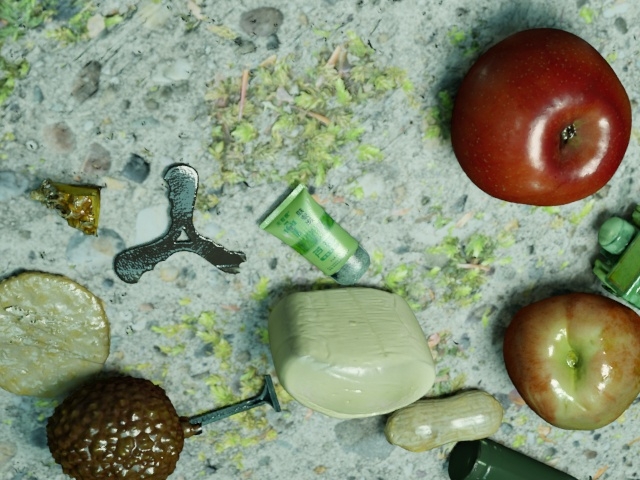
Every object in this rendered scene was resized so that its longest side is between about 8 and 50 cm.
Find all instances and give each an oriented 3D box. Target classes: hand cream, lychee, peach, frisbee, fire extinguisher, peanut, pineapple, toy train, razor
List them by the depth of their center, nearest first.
[{"bbox_3d":[-0.364,-0.061,1.482,0.114,0.114,0.077,21,71,-2],"label":"pineapple"},{"bbox_3d":[-0.200,0.005,1.561,0.187,0.012,0.211,31,103,-22],"label":"frisbee"},{"bbox_3d":[-0.298,0.298,1.566,0.238,0.200,0.200,2,112,-19],"label":"lychee"},{"bbox_3d":[0.000,0.000,1.578,0.175,0.046,0.095,40,103,-21],"label":"hand cream"},{"bbox_3d":[0.566,0.060,1.635,0.272,0.188,0.159,30,103,-19],"label":"toy train"},{"bbox_3d":[0.418,0.195,1.657,0.232,0.257,0.232,-2,84,19],"label":"peach"},{"bbox_3d":[-0.159,0.285,1.678,0.190,0.033,0.066,-20,70,1],"label":"razor"},{"bbox_3d":[0.209,0.305,1.725,0.207,0.087,0.087,-10,114,-7],"label":"peanut"},{"bbox_3d":[0.378,0.431,1.808,0.311,0.095,0.114,28,79,-19],"label":"fire extinguisher"}]

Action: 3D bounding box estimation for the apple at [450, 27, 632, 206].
[{"bbox_3d":[0.322,-0.174,1.476,0.260,0.216,0.260,-5,111,-12],"label":"apple"}]

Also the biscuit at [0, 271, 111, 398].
[{"bbox_3d":[-0.429,0.148,1.566,0.220,0.033,0.219,-4,114,-10],"label":"biscuit"}]

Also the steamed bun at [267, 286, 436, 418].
[{"bbox_3d":[0.042,0.182,1.580,0.250,0.200,0.154,0,126,-17],"label":"steamed bun"}]
